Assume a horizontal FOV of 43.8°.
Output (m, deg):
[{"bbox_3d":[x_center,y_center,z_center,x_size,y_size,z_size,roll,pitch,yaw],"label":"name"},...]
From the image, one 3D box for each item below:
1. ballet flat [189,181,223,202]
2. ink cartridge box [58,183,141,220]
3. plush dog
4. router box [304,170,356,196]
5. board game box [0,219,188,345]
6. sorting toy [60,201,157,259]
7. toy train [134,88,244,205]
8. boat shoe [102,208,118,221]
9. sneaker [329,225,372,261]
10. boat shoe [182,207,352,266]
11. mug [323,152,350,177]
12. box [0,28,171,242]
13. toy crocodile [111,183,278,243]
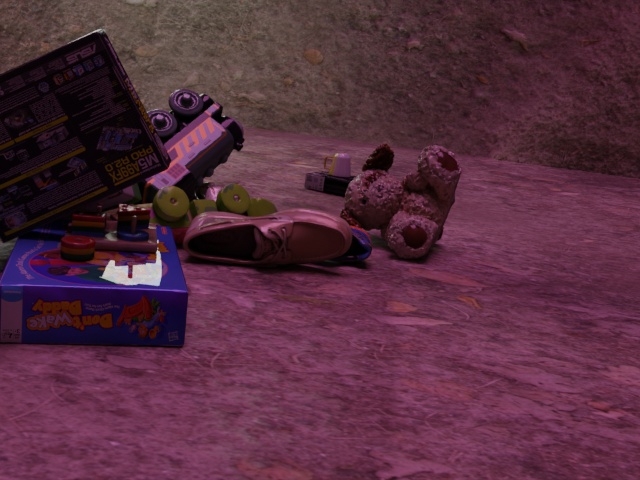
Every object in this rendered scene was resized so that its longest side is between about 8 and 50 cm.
[{"bbox_3d":[-0.242,-0.087,1.758,0.077,0.079,0.221,3,14,-29],"label":"ballet flat"},{"bbox_3d":[-0.448,-0.105,1.358,0.211,0.121,0.289,-15,-1,-2],"label":"ink cartridge box"},{"bbox_3d":[0.163,-0.080,1.735,0.226,0.262,0.210,21,-17,13],"label":"plush dog"},{"bbox_3d":[0.064,-0.161,2.284,0.179,0.046,0.133,14,15,26],"label":"router box"},{"bbox_3d":[-0.326,0.050,1.160,0.234,0.078,0.347,4,14,-15],"label":"board game box"},{"bbox_3d":[-0.317,-0.027,1.216,0.133,0.046,0.274,4,14,-14],"label":"sorting toy"},{"bbox_3d":[-0.315,-0.193,1.745,0.190,0.142,0.334,38,54,7],"label":"toy train"},{"bbox_3d":[-0.507,-0.108,1.678,0.285,0.089,0.105,18,18,39],"label":"boat shoe"},{"bbox_3d":[0.000,0.000,1.522,0.221,0.083,0.087,2,11,-15],"label":"sneaker"},{"bbox_3d":[-0.094,0.003,1.435,0.303,0.109,0.098,3,20,1],"label":"boat shoe"},{"bbox_3d":[0.052,-0.218,2.271,0.078,0.064,0.062,6,14,-8],"label":"mug"},{"bbox_3d":[-0.385,-0.148,1.143,0.270,0.216,0.060,-25,21,2],"label":"box"},{"bbox_3d":[-0.240,-0.039,1.539,0.341,0.105,0.115,-5,-21,-36],"label":"toy crocodile"}]
